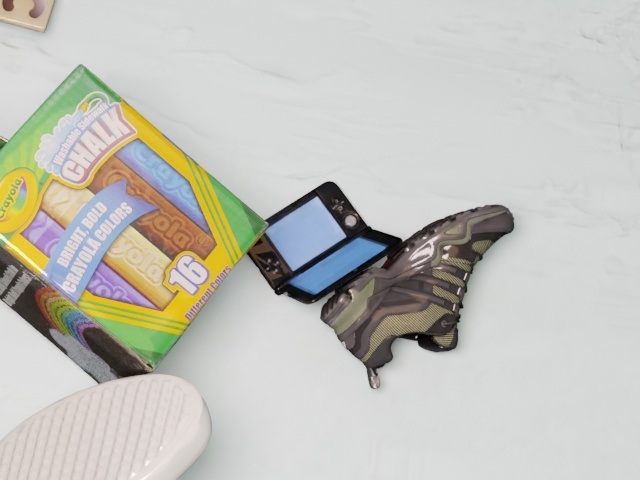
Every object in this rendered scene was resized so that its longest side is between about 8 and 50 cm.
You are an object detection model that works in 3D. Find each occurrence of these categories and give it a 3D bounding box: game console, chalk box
[{"bbox_3d":[0.000,0.000,1.502,0.122,0.071,0.107,-32,81,-20],"label":"game console"},{"bbox_3d":[-0.229,-0.026,1.383,0.289,0.180,0.179,42,68,-7],"label":"chalk box"}]

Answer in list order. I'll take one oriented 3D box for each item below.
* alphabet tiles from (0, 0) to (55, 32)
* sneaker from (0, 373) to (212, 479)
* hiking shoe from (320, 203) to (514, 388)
[{"bbox_3d":[-0.427,-0.324,1.535,0.342,0.011,0.285,14,60,-7],"label":"alphabet tiles"},{"bbox_3d":[-0.235,0.257,1.307,0.366,0.150,0.135,-34,49,1],"label":"sneaker"},{"bbox_3d":[0.112,0.052,1.513,0.227,0.086,0.114,-33,94,-14],"label":"hiking shoe"}]
